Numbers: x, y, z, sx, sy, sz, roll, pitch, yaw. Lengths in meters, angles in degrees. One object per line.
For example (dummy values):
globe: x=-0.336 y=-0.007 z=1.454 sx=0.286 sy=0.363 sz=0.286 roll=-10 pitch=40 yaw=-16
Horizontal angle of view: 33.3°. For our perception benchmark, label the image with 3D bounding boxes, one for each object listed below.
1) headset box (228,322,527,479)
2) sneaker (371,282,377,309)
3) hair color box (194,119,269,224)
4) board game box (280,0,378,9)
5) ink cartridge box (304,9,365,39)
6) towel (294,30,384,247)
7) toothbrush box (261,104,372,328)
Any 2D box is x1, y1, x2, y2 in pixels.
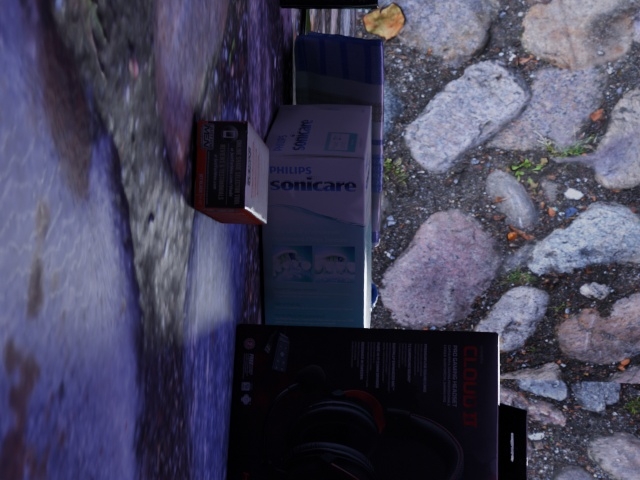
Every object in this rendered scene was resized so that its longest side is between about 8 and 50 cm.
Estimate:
headset box: x=0.060 y=0.201 z=1.083 sx=0.110 sy=0.293 sz=0.218 roll=76 pitch=17 yaw=-75
sneaker: x=0.030 y=0.125 z=1.738 sx=0.240 sy=0.126 sz=0.091 roll=86 pitch=7 yaw=-49
hair color box: x=-0.072 y=-0.054 z=0.893 sx=0.141 sy=0.043 sz=0.072 roll=57 pitch=35 yaw=-84
board game box: x=0.014 y=-0.387 z=1.355 sx=0.026 sy=0.126 sz=0.186 roll=-27 pitch=119 yaw=-85
ink cartridge box: x=0.024 y=-0.254 z=1.736 sx=0.255 sy=0.096 sz=0.189 roll=84 pitch=8 yaw=-65
towel: x=0.022 y=-0.143 z=1.492 sx=0.209 sy=0.034 sz=0.285 roll=24 pitch=-63 yaw=56
toothbrush box: x=0.000 y=0.000 z=1.328 sx=0.216 sy=0.126 sz=0.296 roll=-78 pitch=167 yaw=-67
